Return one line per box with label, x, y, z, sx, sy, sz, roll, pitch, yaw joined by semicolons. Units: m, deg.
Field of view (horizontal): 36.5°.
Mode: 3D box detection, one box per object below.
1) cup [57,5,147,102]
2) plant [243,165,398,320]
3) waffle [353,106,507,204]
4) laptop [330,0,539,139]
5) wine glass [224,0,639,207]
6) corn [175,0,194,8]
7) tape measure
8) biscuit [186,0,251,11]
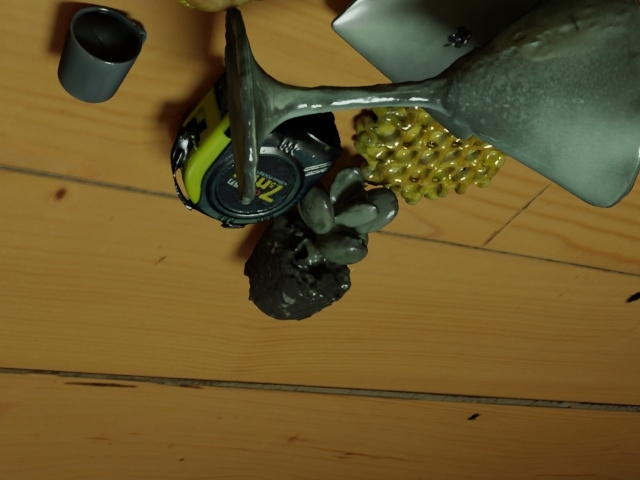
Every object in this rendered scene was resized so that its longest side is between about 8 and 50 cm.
cup;-0.233;-0.202;1.056;0.100;0.078;0.077;-29;167;-40
plant;0.001;0.000;1.388;0.146;0.149;0.274;-11;154;-35
waffle;0.171;-0.139;1.322;0.249;0.056;0.253;-33;141;26
laptop;0.161;-0.241;1.140;0.188;0.015;0.269;-41;131;19
wine glass;0.109;-0.154;1.021;0.406;0.267;0.267;-5;146;-10
corn;-0.164;-0.315;0.890;0.101;0.101;0.291;-23;151;12
tape measure;-0.094;-0.109;1.212;0.199;0.112;0.186;22;126;-36
biscuit;-0.082;-0.327;0.875;0.203;0.041;0.260;-45;144;-16
